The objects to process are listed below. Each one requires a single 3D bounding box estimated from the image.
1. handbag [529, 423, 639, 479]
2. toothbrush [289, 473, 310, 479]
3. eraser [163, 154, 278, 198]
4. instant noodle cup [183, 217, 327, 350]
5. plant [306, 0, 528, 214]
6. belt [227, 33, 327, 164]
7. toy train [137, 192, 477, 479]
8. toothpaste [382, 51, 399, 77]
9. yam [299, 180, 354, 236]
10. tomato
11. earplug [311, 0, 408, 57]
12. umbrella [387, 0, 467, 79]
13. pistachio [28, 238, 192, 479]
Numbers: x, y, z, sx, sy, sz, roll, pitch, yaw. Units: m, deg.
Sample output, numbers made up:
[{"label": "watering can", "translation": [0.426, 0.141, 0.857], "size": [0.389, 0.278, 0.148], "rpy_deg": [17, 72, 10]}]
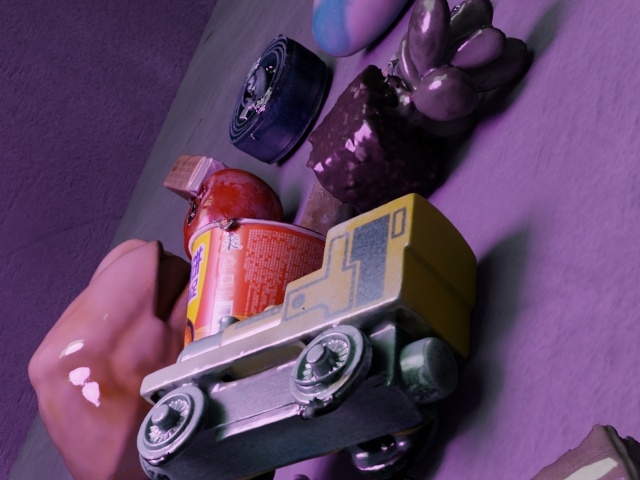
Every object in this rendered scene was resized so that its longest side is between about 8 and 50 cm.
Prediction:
[{"label": "handbag", "translation": [0.111, 0.271, 0.622], "size": [0.316, 0.109, 0.253], "rpy_deg": [-59, 12, 32]}, {"label": "toothbrush", "translation": [-0.107, 0.370, 1.260], "size": [0.342, 0.025, 0.030], "rpy_deg": [-50, 22, 32]}, {"label": "eraser", "translation": [-0.188, -0.093, 2.023], "size": [0.078, 0.144, 0.343], "rpy_deg": [-62, 17, -4]}, {"label": "instant noodle cup", "translation": [-0.068, 0.096, 1.291], "size": [0.213, 0.213, 0.174], "rpy_deg": [-37, 38, 55]}, {"label": "plant", "translation": [0.110, -0.155, 1.251], "size": [0.274, 0.146, 0.149], "rpy_deg": [-49, 40, 33]}, {"label": "belt", "translation": [-0.075, -0.259, 1.998], "size": [0.206, 0.116, 0.267], "rpy_deg": [-47, 24, 32]}, {"label": "toy train", "translation": [-0.028, 0.124, 1.066], "size": [0.369, 0.150, 0.237], "rpy_deg": [-23, 40, 32]}, {"label": "toothpaste", "translation": [0.071, -0.178, 1.556], "size": [0.268, 0.047, 0.069], "rpy_deg": [-51, 39, 40]}, {"label": "yam", "translation": [0.000, 0.000, 1.451], "size": [0.068, 0.068, 0.169], "rpy_deg": [-36, 29, 56]}, {"label": "tomato", "translation": [-0.142, -0.019, 1.754], "size": [0.187, 0.151, 0.187], "rpy_deg": [-49, 26, 34]}, {"label": "earplug", "translation": [0.084, -0.425, 1.722], "size": [0.324, 0.185, 0.185], "rpy_deg": [-57, 16, 37]}, {"label": "umbrella", "translation": [0.129, -0.226, 1.374], "size": [0.188, 0.050, 0.046], "rpy_deg": [-47, -25, -11]}, {"label": "pistachio", "translation": [-0.269, 0.171, 1.592], "size": [0.445, 0.281, 0.365], "rpy_deg": [-106, 39, -64]}]
